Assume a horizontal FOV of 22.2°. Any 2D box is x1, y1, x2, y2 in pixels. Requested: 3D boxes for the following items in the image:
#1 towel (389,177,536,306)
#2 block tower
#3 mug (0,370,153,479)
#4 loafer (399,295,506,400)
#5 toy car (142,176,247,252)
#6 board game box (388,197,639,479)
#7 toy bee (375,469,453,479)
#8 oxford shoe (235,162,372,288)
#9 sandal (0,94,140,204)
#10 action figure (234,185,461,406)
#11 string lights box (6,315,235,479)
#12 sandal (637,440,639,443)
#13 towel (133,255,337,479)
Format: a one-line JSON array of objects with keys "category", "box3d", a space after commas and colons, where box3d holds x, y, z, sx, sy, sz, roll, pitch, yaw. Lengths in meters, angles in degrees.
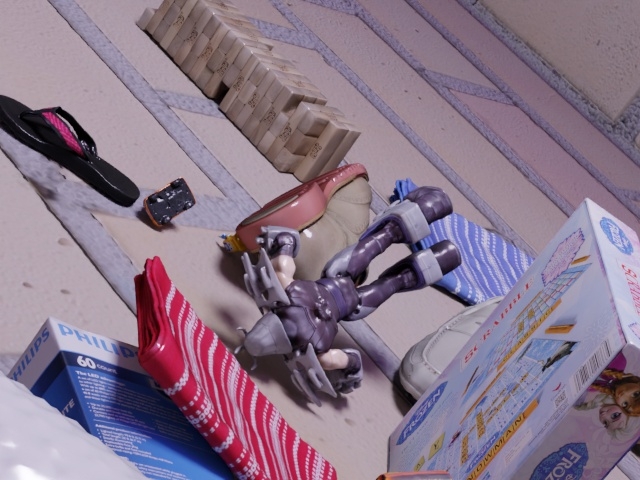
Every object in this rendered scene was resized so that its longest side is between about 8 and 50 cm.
[{"category": "towel", "box3d": [0.250, 0.048, 2.202, 0.336, 0.040, 0.243, 27, 22, -24]}, {"category": "block tower", "box3d": [-0.096, -0.217, 2.146, 0.335, 0.097, 0.091, 45, 21, 26]}, {"category": "mug", "box3d": [-0.269, 0.191, 0.741, 0.328, 0.276, 0.374, 35, 49, 12]}, {"category": "loafer", "box3d": [0.175, 0.119, 1.806, 0.112, 0.111, 0.319, 39, 20, 9]}, {"category": "toy car", "box3d": [-0.139, -0.013, 1.726, 0.122, 0.060, 0.040, 47, -29, -20]}, {"category": "board game box", "box3d": [0.174, 0.151, 1.428, 0.066, 0.318, 0.318, 34, 20, -10]}, {"category": "toy bee", "box3d": [0.098, 0.261, 1.167, 0.195, 0.162, 0.298, -16, 47, -23]}, {"category": "oxford shoe", "box3d": [0.000, 0.000, 1.836, 0.130, 0.123, 0.348, 62, 20, -4]}, {"category": "sandal", "box3d": [-0.257, -0.104, 1.698, 0.179, 0.040, 0.067, 34, 20, -6]}, {"category": "action figure", "box3d": [0.021, 0.052, 1.626, 0.285, 0.099, 0.185, -30, 107, -35]}, {"category": "string lights box", "box3d": [-0.136, 0.178, 1.209, 0.133, 0.077, 0.259, 22, 24, -36]}, {"category": "sandal", "box3d": [0.382, 0.225, 2.017, 0.180, 0.049, 0.072, 49, 24, -7]}, {"category": "towel", "box3d": [-0.058, 0.147, 1.309, 0.275, 0.031, 0.199, 52, 6, -20]}]
